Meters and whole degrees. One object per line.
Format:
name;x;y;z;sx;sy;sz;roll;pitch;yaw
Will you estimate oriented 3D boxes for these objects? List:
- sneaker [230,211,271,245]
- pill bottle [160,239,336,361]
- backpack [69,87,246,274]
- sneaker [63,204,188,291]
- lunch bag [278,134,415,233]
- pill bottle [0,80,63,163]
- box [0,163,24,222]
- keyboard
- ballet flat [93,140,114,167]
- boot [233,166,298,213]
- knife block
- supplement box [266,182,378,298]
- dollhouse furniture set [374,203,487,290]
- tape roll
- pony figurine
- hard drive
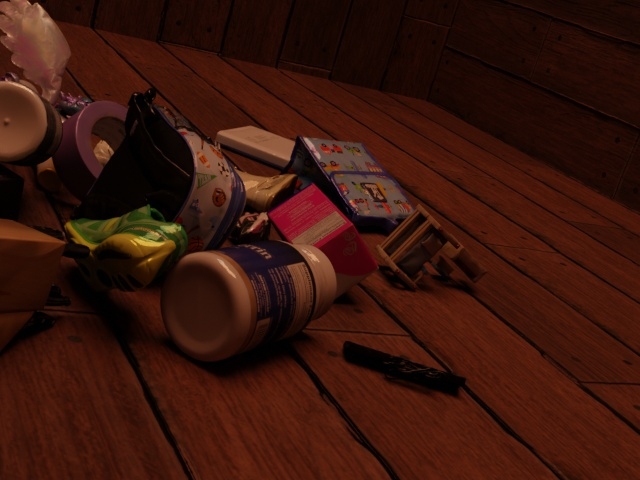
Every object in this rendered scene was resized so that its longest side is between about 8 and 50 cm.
sneaker;-0.142;-0.015;1.819;0.077;0.072;0.178;6;9;4
pill bottle;-0.095;0.079;1.401;0.153;0.153;0.264;26;19;27
backpack;-0.252;-0.067;1.582;0.213;0.277;0.263;21;15;-35
sneaker;-0.281;0.012;1.390;0.123;0.109;0.295;-27;20;-30
lunch bag;0.078;-0.107;2.236;0.221;0.138;0.293;1;36;-45
pill bottle;-0.507;-0.190;1.612;0.130;0.131;0.245;14;0;-8
box;-0.635;-0.101;1.544;0.261;0.103;0.184;28;23;32
keyboard;0.124;0.198;1.465;0.192;0.038;0.100;17;-6;3
ballet flat;-0.427;-0.182;1.940;0.074;0.074;0.203;19;37;7
boot;-0.148;-0.123;2.109;0.165;0.077;0.213;18;20;11
knife block;-0.385;0.013;1.205;0.088;0.276;0.242;20;47;11
supplement box;0.000;0.000;1.738;0.111;0.114;0.220;58;-3;-30
dollhouse furniture set;0.231;0.049;1.914;0.183;0.129;0.129;42;7;-25
tape roll;-0.400;-0.159;1.785;0.080;0.189;0.189;-22;-9;36
pony figurine;-0.593;-0.273;1.917;0.351;0.303;0.363;46;6;-18
hard drive;-0.093;-0.229;2.544;0.318;0.040;0.210;22;18;17
